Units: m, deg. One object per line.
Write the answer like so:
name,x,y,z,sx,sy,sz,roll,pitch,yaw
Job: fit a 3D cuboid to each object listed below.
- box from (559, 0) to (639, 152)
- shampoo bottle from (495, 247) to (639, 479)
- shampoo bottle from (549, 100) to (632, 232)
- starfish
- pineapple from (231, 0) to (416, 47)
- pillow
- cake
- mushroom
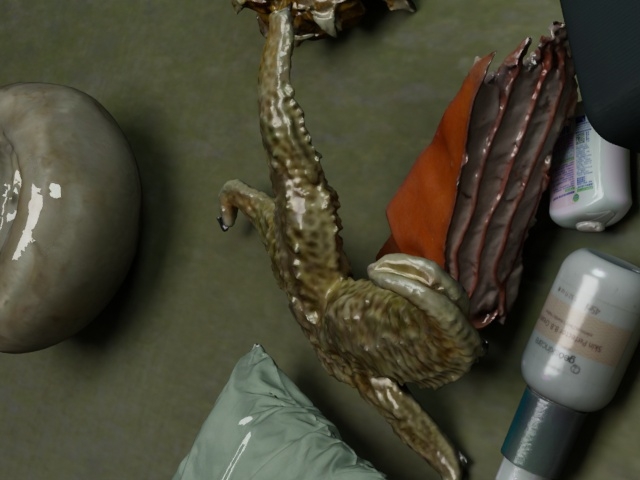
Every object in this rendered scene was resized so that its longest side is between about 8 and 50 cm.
box,0.243,-0.156,1.043,0.090,0.144,0.201,-34,55,43
shampoo bottle,0.178,0.102,1.088,0.074,0.074,0.192,35,105,49
shampoo bottle,0.204,-0.053,1.130,0.072,0.043,0.099,-21,63,53
starfish,0.000,0.000,1.222,0.324,0.082,0.432,84,160,-47
pineapple,-0.047,-0.270,1.402,0.334,0.158,0.161,42,111,46
pillow,-0.044,0.265,1.246,0.310,0.138,0.283,33,103,52
cake,0.128,-0.040,1.130,0.287,0.098,0.135,111,150,-43
mushroom,-0.345,-0.030,1.571,0.297,0.290,0.297,-20,63,46
